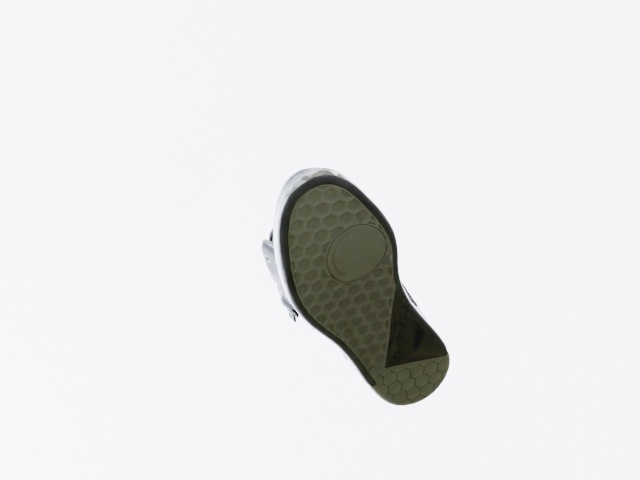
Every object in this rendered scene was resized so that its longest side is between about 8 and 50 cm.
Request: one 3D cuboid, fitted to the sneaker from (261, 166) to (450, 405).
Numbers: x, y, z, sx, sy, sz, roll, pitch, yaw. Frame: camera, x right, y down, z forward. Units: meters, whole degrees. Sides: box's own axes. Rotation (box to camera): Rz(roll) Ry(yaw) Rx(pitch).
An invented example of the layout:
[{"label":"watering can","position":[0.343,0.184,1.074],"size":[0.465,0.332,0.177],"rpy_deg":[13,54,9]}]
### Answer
[{"label":"sneaker","position":[-0.001,0.001,1.226],"size":[0.163,0.086,0.226],"rpy_deg":[53,174,45]}]
